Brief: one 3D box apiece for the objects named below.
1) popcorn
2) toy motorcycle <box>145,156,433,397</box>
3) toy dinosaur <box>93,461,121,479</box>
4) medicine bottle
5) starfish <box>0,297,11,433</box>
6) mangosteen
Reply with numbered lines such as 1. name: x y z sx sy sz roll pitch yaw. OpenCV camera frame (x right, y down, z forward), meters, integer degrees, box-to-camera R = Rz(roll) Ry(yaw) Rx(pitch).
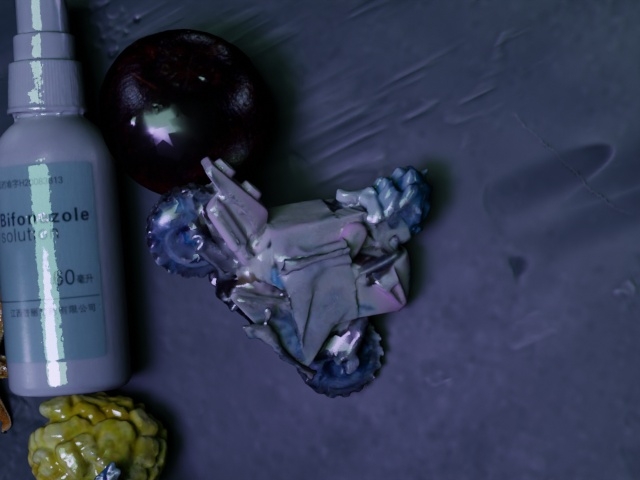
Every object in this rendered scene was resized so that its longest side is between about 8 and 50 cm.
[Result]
1. popcorn: -0.197 0.190 1.214 0.116 0.120 0.106 49 145 35
2. toy motorcycle: -0.002 -0.002 1.125 0.204 0.239 0.108 -47 38 6
3. toy dinosaur: -0.082 0.347 1.175 0.147 0.076 0.363 -10 105 14
4. medicine bottle: -0.233 -0.043 1.207 0.110 0.110 0.352 -5 91 17
5. starfish: -0.324 0.120 1.276 0.130 0.041 0.133 -20 86 18
6. mangosteen: -0.116 -0.101 1.162 0.152 0.152 0.153 1 92 17
